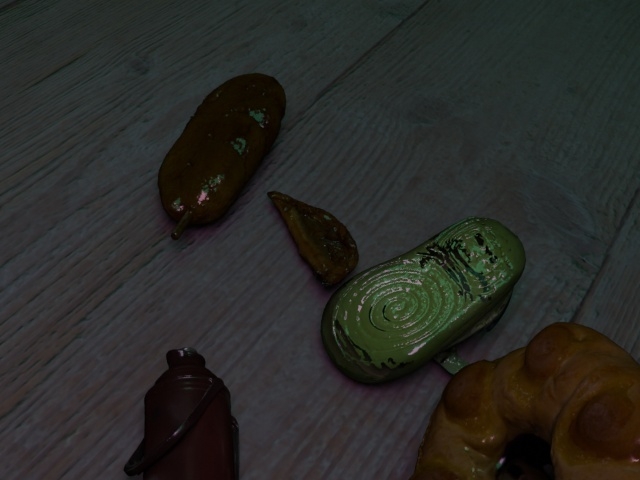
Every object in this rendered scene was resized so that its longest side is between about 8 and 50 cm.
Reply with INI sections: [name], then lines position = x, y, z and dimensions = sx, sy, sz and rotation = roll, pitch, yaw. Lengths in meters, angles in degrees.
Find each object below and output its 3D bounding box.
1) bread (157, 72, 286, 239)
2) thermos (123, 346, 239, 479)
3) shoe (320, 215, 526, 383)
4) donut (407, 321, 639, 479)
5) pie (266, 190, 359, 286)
[bread]
position = -0.135, -0.113, 1.132
dimensions = 0.124, 0.084, 0.344
rotation = 1, 43, 19
[thermos]
position = -0.128, 0.208, 0.828
dimensions = 0.124, 0.099, 0.232
rotation = 33, 33, -35
[shoe]
position = 0.133, 0.083, 0.982
dimensions = 0.262, 0.128, 0.140
rotation = -36, 49, -4
[donut]
position = 0.209, 0.233, 0.748
dimensions = 0.150, 0.299, 0.317
rotation = 39, 51, -27
[pie]
position = 0.001, -0.001, 1.092
dimensions = 0.088, 0.033, 0.191
rotation = -6, 43, -27
